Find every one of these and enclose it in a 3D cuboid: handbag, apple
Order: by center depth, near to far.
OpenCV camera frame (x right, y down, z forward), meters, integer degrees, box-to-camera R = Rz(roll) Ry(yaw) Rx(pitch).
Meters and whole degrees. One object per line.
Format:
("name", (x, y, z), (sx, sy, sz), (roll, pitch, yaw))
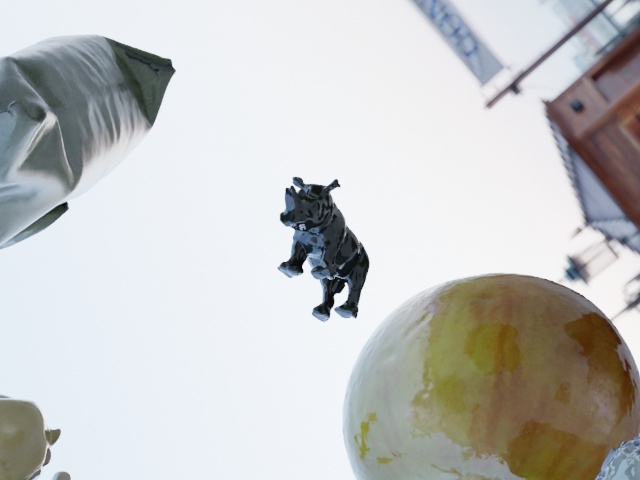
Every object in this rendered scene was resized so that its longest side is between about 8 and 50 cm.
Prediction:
("handbag", (-0.219, -0.031, 0.651), (0.316, 0.253, 0.109), (-83, -31, -75))
("apple", (0.162, 0.162, 1.065), (0.286, 0.286, 0.233), (40, -134, -26))

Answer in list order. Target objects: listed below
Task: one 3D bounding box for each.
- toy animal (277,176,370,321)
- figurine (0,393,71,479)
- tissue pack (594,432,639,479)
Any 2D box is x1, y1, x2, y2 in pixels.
("toy animal", (0.000, 0.000, 0.824), (0.136, 0.047, 0.065), (56, -133, -49))
("figurine", (-0.304, 0.245, 1.167), (0.196, 0.114, 0.108), (60, -176, -9))
("tissue pack", (0.286, 0.282, 0.788), (0.343, 0.242, 0.125), (20, -172, -37))
